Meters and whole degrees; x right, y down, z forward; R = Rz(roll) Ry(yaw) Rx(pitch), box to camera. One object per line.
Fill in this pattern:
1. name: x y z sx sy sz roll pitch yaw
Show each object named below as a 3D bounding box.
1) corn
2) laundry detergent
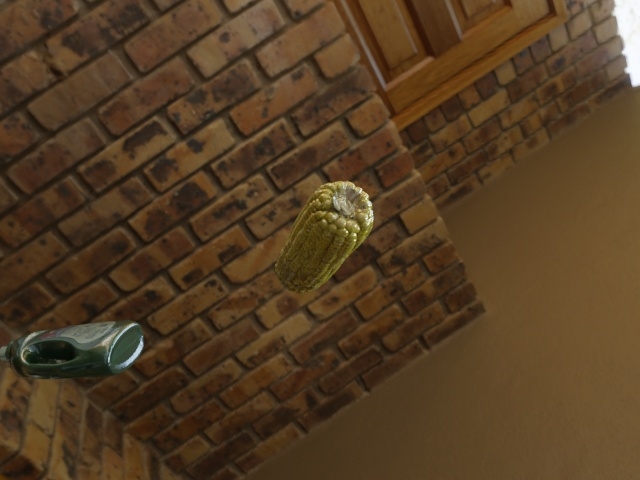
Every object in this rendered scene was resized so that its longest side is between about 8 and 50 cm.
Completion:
1. corn: 0.000 0.000 0.844 0.093 0.093 0.244 -53 -179 -29
2. laundry detergent: -0.379 0.164 0.872 0.210 0.063 0.137 -5 -164 9
